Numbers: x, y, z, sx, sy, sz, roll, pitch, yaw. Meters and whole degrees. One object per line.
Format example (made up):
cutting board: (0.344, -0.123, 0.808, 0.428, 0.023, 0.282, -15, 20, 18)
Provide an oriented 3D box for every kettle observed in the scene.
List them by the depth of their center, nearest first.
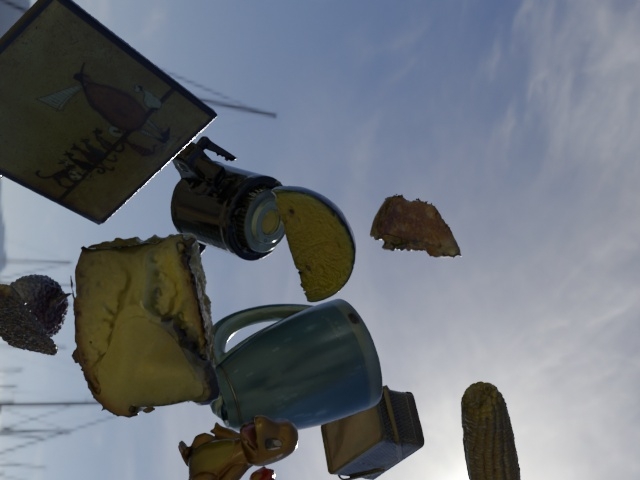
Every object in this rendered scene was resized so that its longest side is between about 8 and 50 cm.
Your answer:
kettle: (-0.089, 0.266, 1.929, 0.247, 0.342, 0.319, 94, -29, -45)

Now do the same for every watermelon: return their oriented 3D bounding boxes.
watermelon: (0.008, 0.001, 1.254, 0.075, 0.092, 0.181, 26, -45, 57)

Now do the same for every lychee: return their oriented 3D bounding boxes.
lychee: (-0.662, 0.158, 2.091, 0.197, 0.165, 0.165, -10, -107, 26)

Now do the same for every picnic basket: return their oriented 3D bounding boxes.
picnic basket: (0.130, 0.503, 2.335, 0.266, 0.139, 0.165, -45, -138, 37)

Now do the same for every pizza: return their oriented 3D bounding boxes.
pizza: (0.231, -0.028, 2.195, 0.069, 0.226, 0.147, 117, -19, -60)

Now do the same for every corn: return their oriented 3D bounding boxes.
corn: (0.375, 0.458, 1.984, 0.120, 0.120, 0.363, -123, -163, -55)

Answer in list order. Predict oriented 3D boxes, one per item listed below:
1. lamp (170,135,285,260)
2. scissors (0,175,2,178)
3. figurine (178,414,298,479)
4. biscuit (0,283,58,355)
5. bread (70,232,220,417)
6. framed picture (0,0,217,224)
lamp: (-0.204, -0.064, 2.131, 0.205, 0.272, 0.374, -53, 157, -21)
scissors: (-0.685, -0.142, 1.797, 0.032, 0.180, 0.393, 58, -18, -23)
figurine: (-0.098, 0.300, 1.220, 0.176, 0.122, 0.121, -31, -146, 20)
biscuit: (-0.636, 0.161, 1.845, 0.237, 0.131, 0.026, 73, 29, -50)
bread: (-0.258, 0.125, 1.326, 0.162, 0.204, 0.262, 111, -27, -78)
framed picture: (-0.328, -0.163, 1.229, 0.255, 0.339, 0.014, -41, -126, 10)
